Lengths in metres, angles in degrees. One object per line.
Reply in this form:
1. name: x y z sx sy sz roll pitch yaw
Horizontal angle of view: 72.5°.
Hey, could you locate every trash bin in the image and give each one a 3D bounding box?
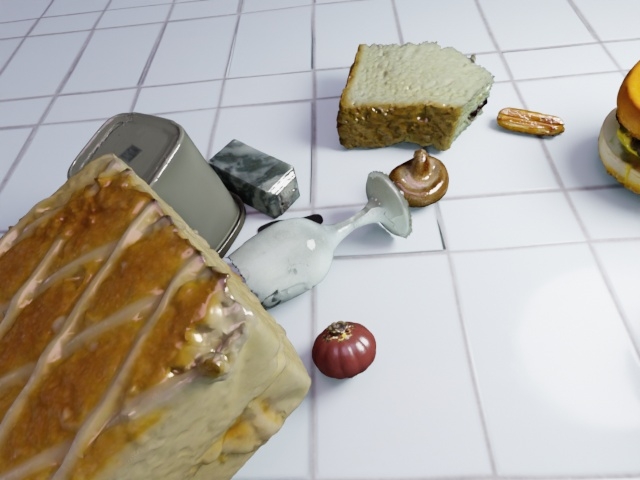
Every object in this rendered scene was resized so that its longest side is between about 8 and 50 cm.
1. trash bin: -0.290 -0.081 0.799 0.220 0.250 0.219 14 63 17

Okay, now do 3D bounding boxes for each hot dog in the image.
1. hot dog: 0.462 -0.258 0.961 0.144 0.038 0.062 16 55 16

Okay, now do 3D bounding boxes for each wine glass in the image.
1. wine glass: 0.000 0.000 0.769 0.321 0.143 0.143 -27 55 -13

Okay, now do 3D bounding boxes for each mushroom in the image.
1. mushroom: 0.194 -0.119 0.867 0.126 0.085 0.109 -19 89 -9

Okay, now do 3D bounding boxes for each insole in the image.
1. insole: -0.061 -0.030 0.882 0.135 0.002 0.045 -13 55 -2

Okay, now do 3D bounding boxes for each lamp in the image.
1. lamp: 0.036 0.168 0.671 0.101 0.090 0.101 -17 16 5

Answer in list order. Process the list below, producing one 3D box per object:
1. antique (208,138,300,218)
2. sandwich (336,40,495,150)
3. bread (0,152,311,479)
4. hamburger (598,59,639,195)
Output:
1. antique: -0.133 -0.127 0.911 0.183 0.088 0.086 29 63 24
2. sandwich: 0.215 -0.327 0.988 0.326 0.131 0.262 4 53 14
3. bread: -0.252 0.153 0.543 0.390 0.279 0.371 -48 59 -4
4. hamburger: 0.664 -0.201 0.777 0.291 0.225 0.290 -7 55 11
